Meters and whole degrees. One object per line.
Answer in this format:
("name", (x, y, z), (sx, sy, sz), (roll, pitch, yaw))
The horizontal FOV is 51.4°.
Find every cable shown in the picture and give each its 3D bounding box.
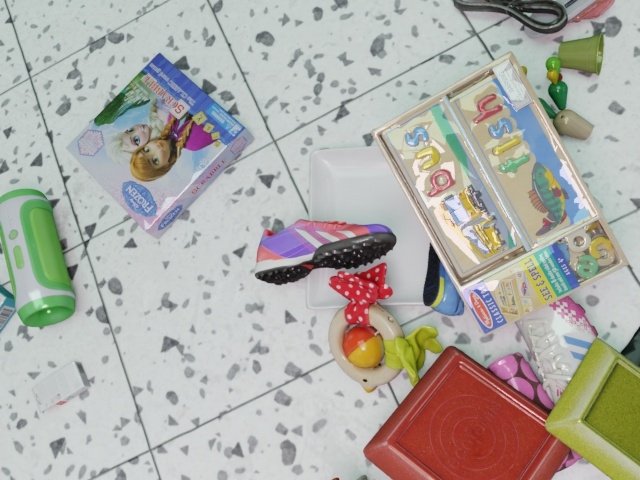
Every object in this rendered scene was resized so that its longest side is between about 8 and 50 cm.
("cable", (0.380, -0.510, 1.392), (0.139, 0.072, 0.287), (-37, 52, 3))

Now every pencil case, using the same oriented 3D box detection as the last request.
("pencil case", (0.364, 0.306, 1.171), (0.095, 0.098, 0.209), (-16, 66, -18))

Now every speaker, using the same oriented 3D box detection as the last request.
("speaker", (-0.635, 0.036, 1.478), (0.131, 0.131, 0.296), (-25, 69, 6))

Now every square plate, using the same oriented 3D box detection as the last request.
("square plate", (0.145, -0.030, 1.346), (0.347, 0.049, 0.344), (-3, 73, 13))

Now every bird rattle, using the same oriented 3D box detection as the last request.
("bird rattle", (0.090, 0.177, 1.238), (0.253, 0.143, 0.207), (44, 123, 6))

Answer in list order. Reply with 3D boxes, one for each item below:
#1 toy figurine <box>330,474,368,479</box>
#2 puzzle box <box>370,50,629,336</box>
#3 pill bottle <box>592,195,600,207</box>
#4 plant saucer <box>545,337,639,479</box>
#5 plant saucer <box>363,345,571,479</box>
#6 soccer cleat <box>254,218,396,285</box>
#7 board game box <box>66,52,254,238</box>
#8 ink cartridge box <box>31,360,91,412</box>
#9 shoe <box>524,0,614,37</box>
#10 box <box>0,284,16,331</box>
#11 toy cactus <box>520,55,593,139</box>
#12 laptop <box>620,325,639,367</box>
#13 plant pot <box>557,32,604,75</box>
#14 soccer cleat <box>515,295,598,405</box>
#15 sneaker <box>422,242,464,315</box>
("toy figurine", (0.085, 0.469, 1.119), (0.148, 0.213, 0.209), (43, 132, 25))
("puzzle box", (0.297, -0.075, 1.133), (0.272, 0.052, 0.409), (-30, 90, 11))
("pill bottle", (0.358, -0.110, 1.230), (0.283, 0.161, 0.161), (40, 86, 3))
("plant saucer", (0.482, 0.276, 1.049), (0.188, 0.045, 0.188), (37, 69, 8))
("plant saucer", (0.245, 0.321, 1.073), (0.259, 0.048, 0.258), (34, 63, 24))
("soccer cleat", (0.000, 0.000, 1.272), (0.318, 0.108, 0.116), (-16, 63, 36))
("board game box", (-0.371, -0.222, 1.522), (0.319, 0.066, 0.318), (42, 87, 21))
("ink cartridge box", (-0.558, 0.316, 1.429), (0.115, 0.029, 0.063), (-32, 69, 4))
("shoe", (0.518, -0.470, 1.378), (0.178, 0.081, 0.063), (-30, 64, 36))
("box", (-0.814, 0.115, 1.535), (0.244, 0.060, 0.100), (32, 83, 20))
("toy cactus", (0.446, -0.247, 1.322), (0.180, 0.112, 0.219), (26, 79, 1))
("laptop", (0.665, 0.206, 1.098), (0.264, 0.136, 0.234), (36, 84, 21))
("plant pot", (0.525, -0.376, 1.344), (0.079, 0.083, 0.083), (8, 76, 29))
("soccer cleat", (0.421, 0.202, 1.149), (0.143, 0.116, 0.331), (-23, 65, -34))
("sneaker", (0.250, 0.041, 1.247), (0.082, 0.069, 0.209), (19, 68, -16))
